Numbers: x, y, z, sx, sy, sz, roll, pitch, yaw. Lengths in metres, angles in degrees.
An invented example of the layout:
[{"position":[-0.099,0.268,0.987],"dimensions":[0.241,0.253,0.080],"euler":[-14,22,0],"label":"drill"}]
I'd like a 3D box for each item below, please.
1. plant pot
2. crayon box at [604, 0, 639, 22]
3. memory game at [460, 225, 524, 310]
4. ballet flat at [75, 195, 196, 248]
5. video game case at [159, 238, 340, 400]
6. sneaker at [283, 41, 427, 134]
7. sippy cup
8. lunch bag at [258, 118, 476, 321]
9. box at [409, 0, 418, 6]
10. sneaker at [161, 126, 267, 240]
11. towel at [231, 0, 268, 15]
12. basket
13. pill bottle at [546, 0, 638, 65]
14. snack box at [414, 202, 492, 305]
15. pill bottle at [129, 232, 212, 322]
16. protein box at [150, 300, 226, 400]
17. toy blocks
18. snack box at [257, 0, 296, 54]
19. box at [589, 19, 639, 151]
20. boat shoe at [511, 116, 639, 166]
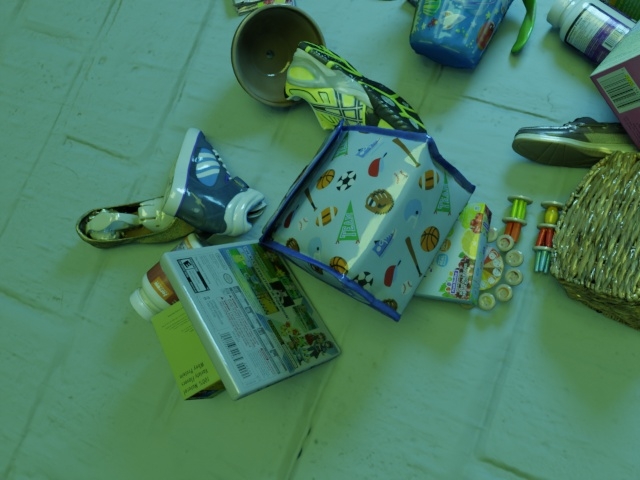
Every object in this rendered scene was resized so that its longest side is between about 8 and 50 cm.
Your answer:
[{"position":[-0.111,-0.459,1.360],"dimensions":[0.237,0.237,0.110],"euler":[-44,29,1],"label":"plant pot"},{"position":[0.729,-0.498,1.113],"dimensions":[0.083,0.203,0.323],"euler":[-44,70,-7],"label":"crayon box"},{"position":[0.337,0.058,1.164],"dimensions":[0.186,0.012,0.186],"euler":[-9,72,29],"label":"memory game"},{"position":[-0.454,-0.051,1.377],"dimensions":[0.349,0.123,0.123],"euler":[-10,74,12],"label":"ballet flat"},{"position":[-0.142,0.145,1.163],"dimensions":[0.036,0.300,0.329],"euler":[-48,66,34],"label":"video game case"},{"position":[0.083,-0.308,1.294],"dimensions":[0.385,0.145,0.147],"euler":[39,118,11],"label":"sneaker"},{"position":[0.311,-0.518,1.231],"dimensions":[0.306,0.240,0.224],"euler":[24,98,26],"label":"sippy cup"},{"position":[0.057,-0.067,1.151],"dimensions":[0.385,0.239,0.327],"euler":[26,80,51],"label":"lunch bag"},{"position":[0.288,-0.629,1.356],"dimensions":[0.094,0.027,0.137],"euler":[44,91,11],"label":"box"},{"position":[-0.248,-0.134,1.354],"dimensions":[0.130,0.236,0.322],"euler":[-56,24,34],"label":"sneaker"},{"position":[-0.125,-0.817,1.508],"dimensions":[0.317,0.053,0.331],"euler":[-18,74,10],"label":"towel"},{"position":[0.611,0.004,1.086],"dimensions":[0.213,0.223,0.299],"euler":[21,82,52],"label":"basket"},{"position":[0.596,-0.461,1.195],"dimensions":[0.108,0.108,0.193],"euler":[-44,70,2],"label":"pill bottle"},{"position":[0.258,0.022,1.171],"dimensions":[0.175,0.070,0.207],"euler":[7,77,32],"label":"snack box"},{"position":[-0.343,0.093,1.307],"dimensions":[0.216,0.121,0.121],"euler":[-41,70,2],"label":"pill bottle"},{"position":[-0.234,0.221,1.239],"dimensions":[0.200,0.136,0.201],"euler":[-31,70,6],"label":"protein box"},{"position":[0.441,-0.013,1.156],"dimensions":[0.123,0.054,0.148],"euler":[12,81,17],"label":"toy blocks"},{"position":[-0.109,-0.572,1.450],"dimensions":[0.100,0.037,0.141],"euler":[-10,75,14],"label":"snack box"},{"position":[0.673,-0.315,1.047],"dimensions":[0.243,0.117,0.213],"euler":[-45,102,-20],"label":"box"},{"position":[0.553,-0.212,1.154],"dimensions":[0.285,0.103,0.092],"euler":[7,74,13],"label":"boat shoe"}]
